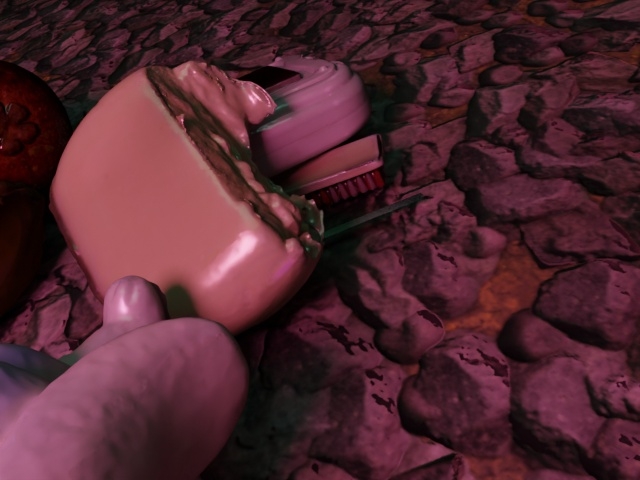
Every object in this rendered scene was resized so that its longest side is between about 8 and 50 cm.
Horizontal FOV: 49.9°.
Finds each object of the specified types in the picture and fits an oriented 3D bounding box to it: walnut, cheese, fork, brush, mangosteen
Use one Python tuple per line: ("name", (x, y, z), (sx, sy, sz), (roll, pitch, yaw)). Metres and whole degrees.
("walnut", (-0.392, 0.017, 0.770), (0.137, 0.137, 0.245), (0, 51, 23))
("cheese", (-0.123, -0.034, 0.642), (0.233, 0.127, 0.266), (-39, 72, 11))
("fork", (0.000, 0.002, 0.716), (0.235, 0.021, 0.039), (-20, 43, -3))
("brush", (-0.075, -0.042, 0.782), (0.320, 0.050, 0.060), (-17, 41, 15))
("mangosteen", (-0.458, -0.130, 0.929), (0.257, 0.215, 0.215), (-4, 37, 48))

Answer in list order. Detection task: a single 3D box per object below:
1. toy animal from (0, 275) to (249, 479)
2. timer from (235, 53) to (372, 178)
("toy animal", (-0.169, 0.161, 0.423), (0.174, 0.249, 0.289), (35, 32, 9))
("timer", (-0.076, -0.150, 0.836), (0.237, 0.087, 0.262), (-29, 26, -12))
